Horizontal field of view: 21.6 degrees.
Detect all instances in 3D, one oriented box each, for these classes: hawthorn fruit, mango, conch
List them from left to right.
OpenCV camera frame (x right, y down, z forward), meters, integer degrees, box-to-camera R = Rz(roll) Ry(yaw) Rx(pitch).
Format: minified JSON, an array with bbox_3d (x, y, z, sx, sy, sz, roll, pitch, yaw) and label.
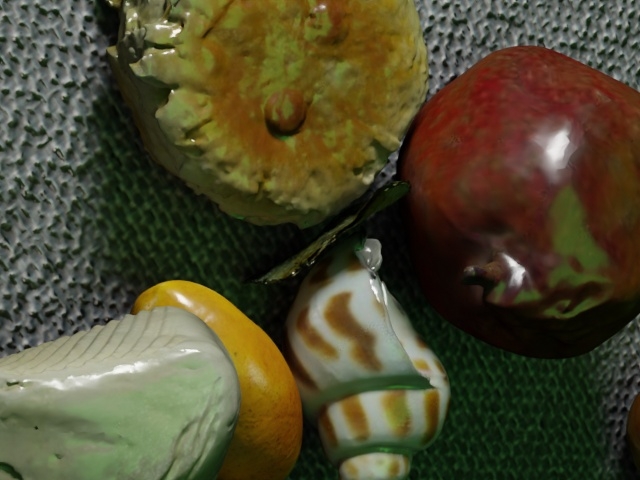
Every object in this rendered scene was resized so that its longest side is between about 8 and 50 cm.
[{"bbox_3d":[-0.101,0.135,1.589,0.126,0.154,0.252,-44,128,-29],"label":"mango"},{"bbox_3d":[0.042,0.136,1.651,0.149,0.275,0.183,-29,156,12],"label":"conch"},{"bbox_3d":[0.223,-0.031,1.667,0.308,0.325,0.308,-7,120,-12],"label":"hawthorn fruit"}]

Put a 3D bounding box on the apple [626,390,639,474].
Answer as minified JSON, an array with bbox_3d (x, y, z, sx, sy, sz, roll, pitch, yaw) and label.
[{"bbox_3d":[0.448,0.214,1.936,0.199,0.199,0.199,-4,98,-32],"label":"apple"}]

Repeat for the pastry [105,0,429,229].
[{"bbox_3d":[-0.046,-0.164,1.587,0.330,0.136,0.329,-6,102,-30],"label":"pastry"}]

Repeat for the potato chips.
[{"bbox_3d":[0.000,0.000,1.611,0.026,0.209,0.142,54,49,-5],"label":"potato chips"}]

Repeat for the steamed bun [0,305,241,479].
[{"bbox_3d":[-0.247,0.204,1.398,0.383,0.247,0.236,-11,97,-9],"label":"steamed bun"}]
